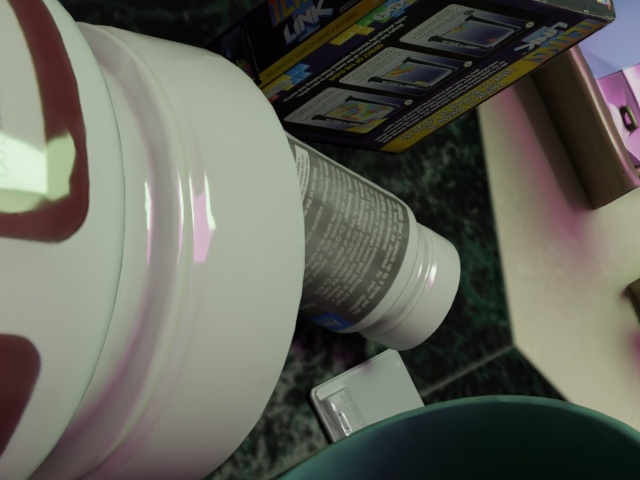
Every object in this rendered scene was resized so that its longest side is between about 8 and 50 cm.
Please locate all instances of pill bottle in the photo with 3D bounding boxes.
[{"bbox_3d":[0.000,0.000,0.966,0.137,0.078,0.078,29,52,-29],"label":"pill bottle"},{"bbox_3d":[-0.212,-0.010,0.666,0.392,0.224,0.224,9,63,-41],"label":"pill bottle"}]

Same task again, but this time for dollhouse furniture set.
[{"bbox_3d":[0.294,-0.106,1.097,0.198,0.303,0.286,-22,84,-24],"label":"dollhouse furniture set"}]

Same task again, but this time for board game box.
[{"bbox_3d":[0.044,-0.108,0.996,0.141,0.170,0.048,6,64,-42],"label":"board game box"}]

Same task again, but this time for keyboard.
[{"bbox_3d":[0.074,0.181,0.992,0.072,0.014,0.256,-23,86,-52],"label":"keyboard"}]

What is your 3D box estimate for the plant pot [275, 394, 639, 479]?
[{"bbox_3d":[0.086,0.249,0.779,0.235,0.293,0.293,48,43,-35],"label":"plant pot"}]
